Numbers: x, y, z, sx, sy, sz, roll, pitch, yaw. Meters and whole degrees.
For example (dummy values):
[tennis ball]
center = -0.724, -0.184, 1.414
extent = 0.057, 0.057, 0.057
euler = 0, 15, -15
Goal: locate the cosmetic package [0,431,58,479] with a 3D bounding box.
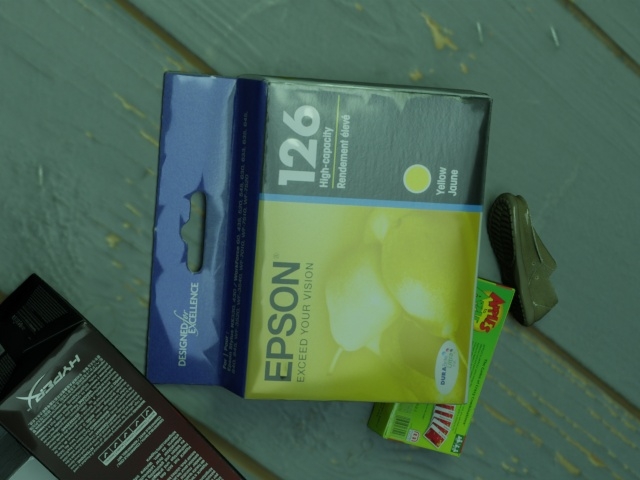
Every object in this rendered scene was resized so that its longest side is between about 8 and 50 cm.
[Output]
[cosmetic package]
center = -0.212, 0.280, 1.352
extent = 0.060, 0.099, 0.239
euler = -45, 113, -9

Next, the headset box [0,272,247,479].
[headset box]
center = -0.171, 0.182, 1.286
extent = 0.110, 0.218, 0.293
euler = -45, 111, -9

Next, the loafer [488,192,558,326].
[loafer]
center = 0.211, 0.015, 1.503
extent = 0.050, 0.056, 0.148
euler = -20, 116, -19

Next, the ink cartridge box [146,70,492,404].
[ink cartridge box]
center = 0.000, 0.000, 1.383
extent = 0.307, 0.072, 0.303
euler = 2, 98, -16

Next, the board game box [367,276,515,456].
[board game box]
center = 0.122, 0.120, 1.489
extent = 0.092, 0.043, 0.181
euler = 17, 93, -24
